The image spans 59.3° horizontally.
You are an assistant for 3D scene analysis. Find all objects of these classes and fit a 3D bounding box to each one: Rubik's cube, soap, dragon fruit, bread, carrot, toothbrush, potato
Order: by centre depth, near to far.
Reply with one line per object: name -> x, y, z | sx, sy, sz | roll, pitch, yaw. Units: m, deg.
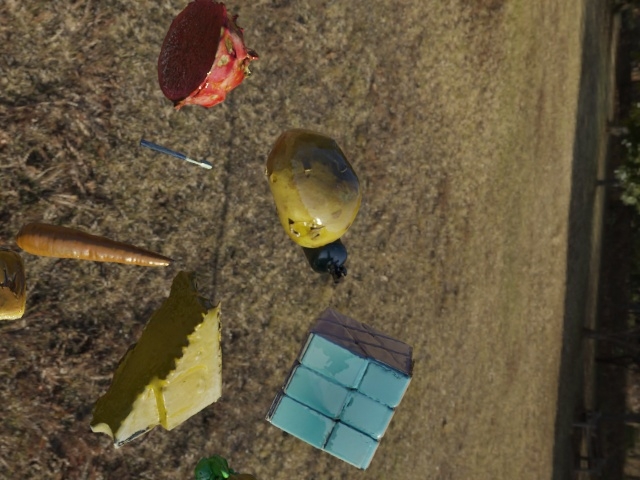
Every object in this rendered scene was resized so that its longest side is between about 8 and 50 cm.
carrot -> -0.310, 0.011, 0.783 | 0.048, 0.216, 0.048 | -170, -90, -84
dragon fruit -> -0.144, -0.242, 0.786 | 0.111, 0.153, 0.153 | 15, 73, -44
potato -> -0.010, -0.077, 0.814 | 0.137, 0.137, 0.176 | -43, 119, -54
bread -> -0.473, 0.063, 0.833 | 0.072, 0.053, 0.106 | 7, 68, -50
Rubik's cube -> 0.051, 0.300, 1.201 | 0.221, 0.231, 0.225 | -29, 143, -78
soap -> -0.388, 0.273, 1.306 | 0.304, 0.169, 0.339 | -24, 131, -40
toothbrush -> -0.391, -0.236, 1.536 | 0.219, 0.016, 0.019 | 15, 56, -42

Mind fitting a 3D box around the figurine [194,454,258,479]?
figurine -> -0.099, 0.350, 0.720 | 0.094, 0.115, 0.156 | -22, 95, -41

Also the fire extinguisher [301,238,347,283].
fire extinguisher -> 0.000, 0.000, 1.278 | 0.118, 0.093, 0.294 | 81, -13, -48
